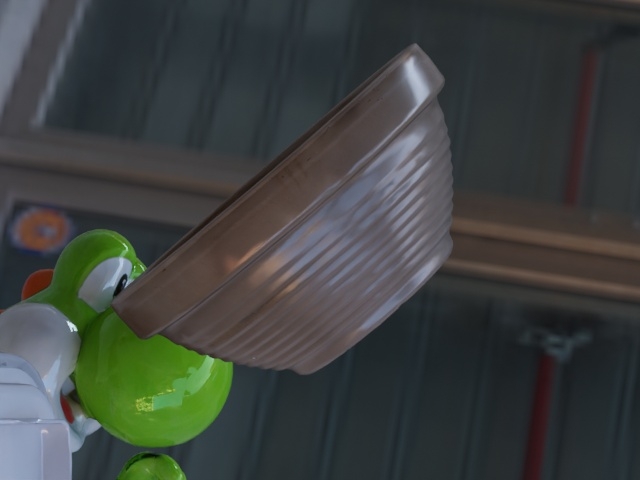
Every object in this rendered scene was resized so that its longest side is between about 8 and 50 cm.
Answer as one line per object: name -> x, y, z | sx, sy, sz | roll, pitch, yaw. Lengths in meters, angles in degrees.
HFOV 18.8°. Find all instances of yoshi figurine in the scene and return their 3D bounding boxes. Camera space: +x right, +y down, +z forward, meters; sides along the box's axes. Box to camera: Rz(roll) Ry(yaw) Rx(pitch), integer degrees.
yoshi figurine -> -0.180, 0.160, 1.323 | 0.362, 0.203, 0.203 | -65, -173, -22

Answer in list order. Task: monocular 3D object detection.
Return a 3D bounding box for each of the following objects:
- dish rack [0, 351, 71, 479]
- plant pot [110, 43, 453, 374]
dish rack -> -0.174, 0.194, 0.774 | 0.285, 0.072, 0.333 | 13, 74, -68
plant pot -> 0.000, 0.000, 1.135 | 0.237, 0.110, 0.237 | -41, -176, 4
